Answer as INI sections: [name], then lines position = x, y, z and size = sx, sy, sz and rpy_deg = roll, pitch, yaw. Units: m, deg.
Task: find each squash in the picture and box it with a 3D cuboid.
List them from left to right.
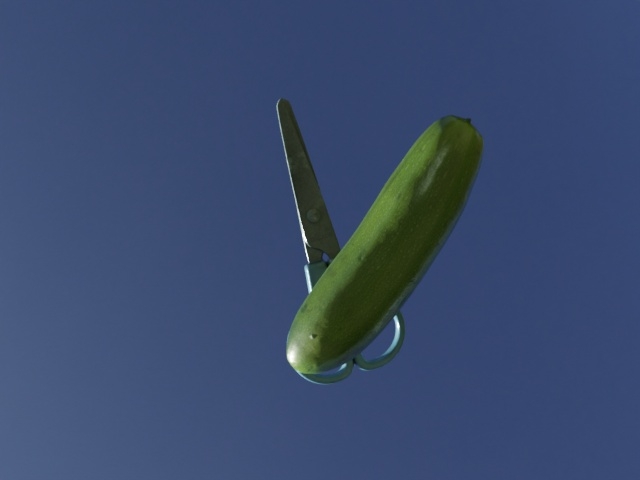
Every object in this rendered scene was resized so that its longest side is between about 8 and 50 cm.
[squash]
position = 0.066, 0.012, 0.782
size = 0.082, 0.082, 0.292
rpy_deg = 30, -78, -23

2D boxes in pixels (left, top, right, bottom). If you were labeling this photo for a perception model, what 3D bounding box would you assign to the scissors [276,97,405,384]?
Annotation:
[scissors]
position = 0.000, 0.000, 1.253
size = 0.192, 0.029, 0.447
rpy_deg = -17, -81, -10
